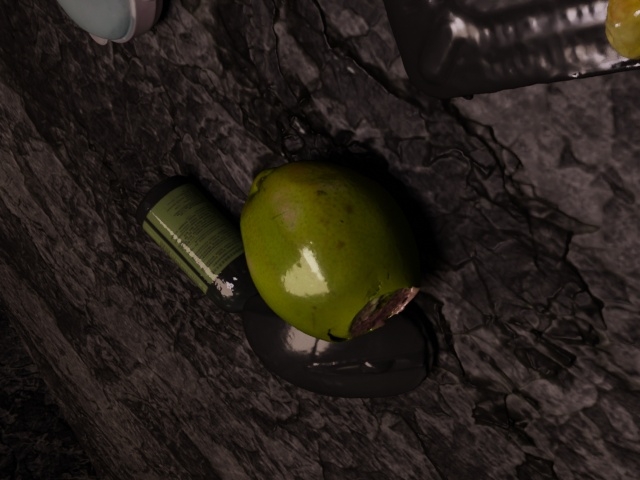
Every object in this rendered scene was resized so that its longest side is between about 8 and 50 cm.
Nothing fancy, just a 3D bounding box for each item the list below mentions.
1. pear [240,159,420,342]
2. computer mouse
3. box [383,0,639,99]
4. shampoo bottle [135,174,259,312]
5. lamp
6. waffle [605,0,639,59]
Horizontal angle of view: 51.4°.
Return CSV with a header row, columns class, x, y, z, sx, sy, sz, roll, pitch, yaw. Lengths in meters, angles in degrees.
class,x,y,z,sx,sy,sz,roll,pitch,yaw
pear,0.000,0.000,0.733,0.220,0.187,0.187,55,146,18
computer mouse,0.009,0.136,0.846,0.269,0.086,0.138,5,126,22
box,0.147,-0.245,0.446,0.289,0.073,0.289,3,121,45
shampoo bottle,-0.145,0.031,0.976,0.284,0.101,0.101,45,143,11
lamp,-0.260,-0.331,0.798,0.246,0.108,0.180,0,123,47
waffle,0.310,-0.129,0.311,0.324,0.068,0.302,-5,113,29
